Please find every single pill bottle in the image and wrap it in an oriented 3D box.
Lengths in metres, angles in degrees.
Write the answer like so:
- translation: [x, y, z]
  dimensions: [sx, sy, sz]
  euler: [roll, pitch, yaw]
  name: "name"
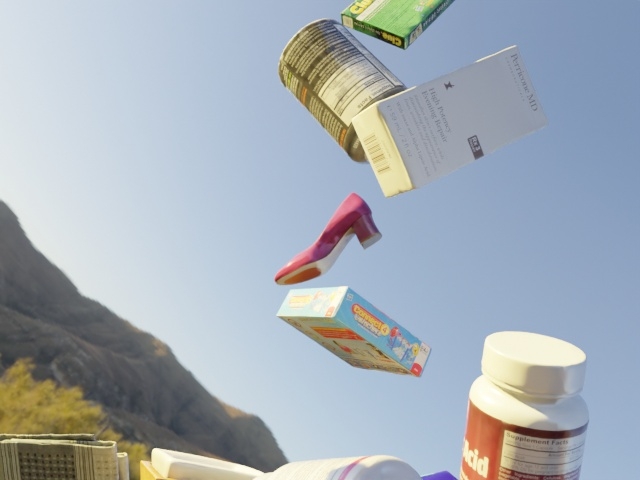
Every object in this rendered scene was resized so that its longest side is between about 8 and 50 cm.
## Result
- translation: [0.005, 0.385, 0.806]
  dimensions: [0.160, 0.160, 0.283]
  euler: [50, -41, -10]
  name: "pill bottle"
- translation: [0.055, -0.202, 0.867]
  dimensions: [0.246, 0.130, 0.130]
  euler: [51, -23, 21]
  name: "pill bottle"
- translation: [0.400, 0.397, 1.167]
  dimensions: [0.224, 0.224, 0.393]
  euler: [14, -76, 47]
  name: "pill bottle"

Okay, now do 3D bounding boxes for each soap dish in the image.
- translation: [-0.227, 0.483, 1.128]
  dimensions: [0.228, 0.118, 0.291]
  euler: [18, -20, -17]
  name: "soap dish"

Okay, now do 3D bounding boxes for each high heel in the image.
- translation: [0.000, 0.000, 1.888]
  dimensions: [0.181, 0.377, 0.127]
  euler: [62, -4, 26]
  name: "high heel"

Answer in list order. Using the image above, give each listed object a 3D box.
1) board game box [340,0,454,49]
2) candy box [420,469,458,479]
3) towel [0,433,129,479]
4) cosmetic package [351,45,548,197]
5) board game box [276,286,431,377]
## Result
- translation: [0.167, -0.437, 1.027]
  dimensions: [0.136, 0.260, 0.030]
  euler: [33, -23, 24]
  name: "board game box"
- translation: [0.118, 0.562, 0.981]
  dimensions: [0.268, 0.317, 0.122]
  euler: [16, 12, -48]
  name: "candy box"
- translation: [-0.582, 0.575, 1.319]
  dimensions: [0.311, 0.056, 0.325]
  euler: [2, -75, 4]
  name: "towel"
- translation: [0.169, -0.153, 0.756]
  dimensions: [0.118, 0.231, 0.085]
  euler: [65, -19, -6]
  name: "cosmetic package"
- translation: [0.082, 0.240, 1.555]
  dimensions: [0.302, 0.086, 0.308]
  euler: [38, -23, -22]
  name: "board game box"
